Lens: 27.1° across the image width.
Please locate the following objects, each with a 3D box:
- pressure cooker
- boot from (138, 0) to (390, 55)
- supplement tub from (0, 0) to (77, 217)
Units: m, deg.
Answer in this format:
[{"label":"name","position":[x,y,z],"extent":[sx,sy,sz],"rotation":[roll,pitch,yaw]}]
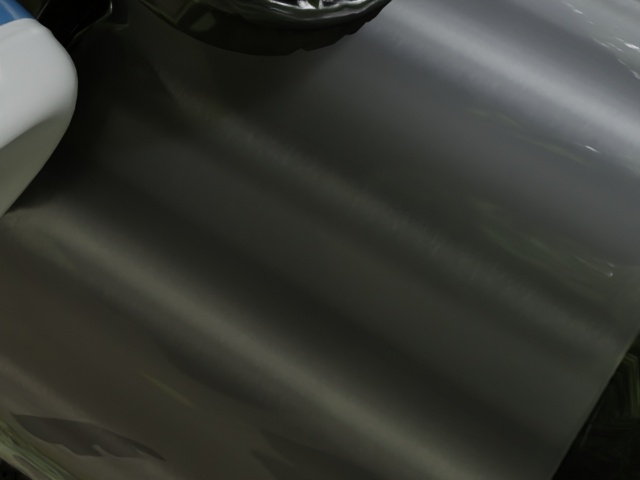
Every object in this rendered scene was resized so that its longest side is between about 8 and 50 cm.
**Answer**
[{"label":"pressure cooker","position":[0.003,-0.005,0.651],"extent":[0.420,0.375,0.370],"rotation":[31,-39,16]},{"label":"boot","position":[0.075,-0.227,0.403],"extent":[0.131,0.348,0.260],"rotation":[42,-35,-6]},{"label":"supplement tub","position":[-0.184,-0.061,0.367],"extent":[0.199,0.144,0.144],"rotation":[42,-4,-4]}]
